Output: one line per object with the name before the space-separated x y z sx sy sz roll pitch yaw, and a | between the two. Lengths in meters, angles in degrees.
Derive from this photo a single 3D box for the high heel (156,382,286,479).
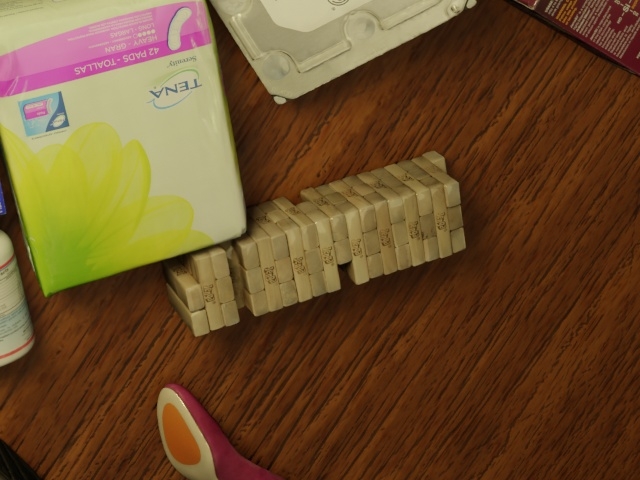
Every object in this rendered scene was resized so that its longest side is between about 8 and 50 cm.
high heel | -0.099 0.244 1.674 0.117 0.082 0.244 -42 112 -39

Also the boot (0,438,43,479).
boot | -0.399 0.363 1.549 0.284 0.138 0.377 -39 127 -4

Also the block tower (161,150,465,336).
block tower | 0.000 0.000 1.586 0.335 0.097 0.091 -19 119 -17

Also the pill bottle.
pill bottle | -0.343 0.042 1.457 0.087 0.087 0.160 -17 117 -17

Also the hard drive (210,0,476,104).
hard drive | -0.024 -0.319 1.411 0.237 0.064 0.339 -25 123 13

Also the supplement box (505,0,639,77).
supplement box | 0.291 -0.258 1.596 0.188 0.104 0.081 25 100 -30

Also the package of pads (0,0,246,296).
package of pads | -0.203 -0.115 1.443 0.229 0.101 0.297 -16 118 -15

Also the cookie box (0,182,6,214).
cookie box | -0.340 -0.085 1.401 0.040 0.092 0.107 -15 116 -21
